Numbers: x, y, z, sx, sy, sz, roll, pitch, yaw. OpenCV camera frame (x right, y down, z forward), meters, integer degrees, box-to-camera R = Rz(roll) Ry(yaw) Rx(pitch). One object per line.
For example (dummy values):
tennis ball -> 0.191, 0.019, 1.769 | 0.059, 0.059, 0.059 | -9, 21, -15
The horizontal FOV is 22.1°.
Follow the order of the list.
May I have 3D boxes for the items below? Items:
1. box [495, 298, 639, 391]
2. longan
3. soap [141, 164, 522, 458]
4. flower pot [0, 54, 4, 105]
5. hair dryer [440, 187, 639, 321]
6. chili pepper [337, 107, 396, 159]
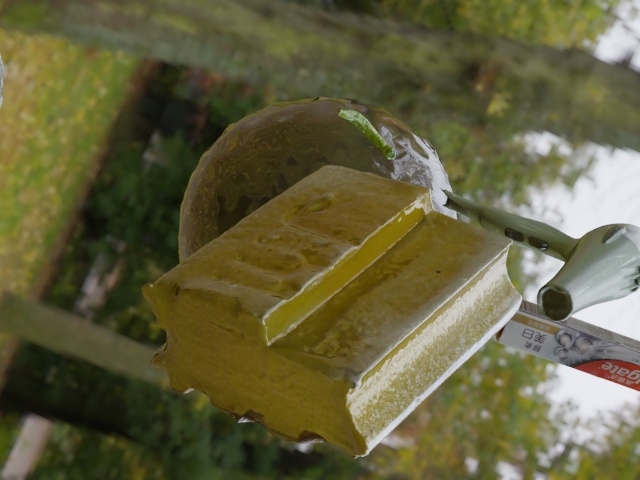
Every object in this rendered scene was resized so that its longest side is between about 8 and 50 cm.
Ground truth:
box -> 0.321, 0.130, 1.979 | 0.039, 0.218, 0.055 | -80, -168, -67
longan -> 0.000, 0.000, 2.187 | 0.391, 0.391, 0.391 | -155, -90, -85
soap -> 0.016, 0.061, 1.560 | 0.281, 0.259, 0.143 | -37, 138, -44
flower pot -> -0.524, -0.155, 1.825 | 0.330, 0.293, 0.293 | -12, -134, 44
hair dryer -> 0.242, 0.020, 1.872 | 0.229, 0.267, 0.092 | -54, 155, -64
chili pepper -> 0.053, -0.121, 1.820 | 0.017, 0.083, 0.030 | -48, 175, 12
